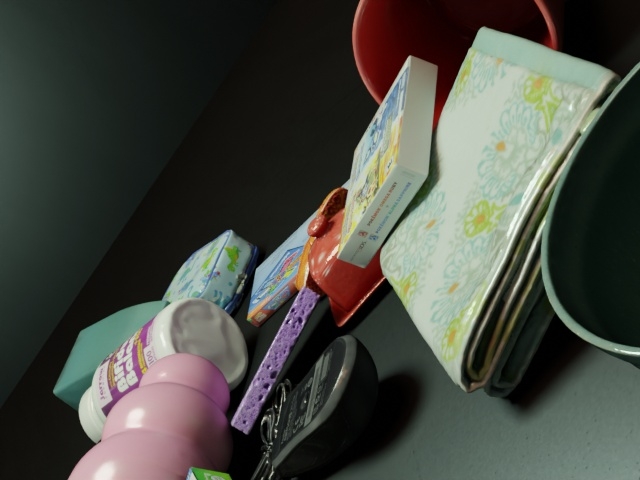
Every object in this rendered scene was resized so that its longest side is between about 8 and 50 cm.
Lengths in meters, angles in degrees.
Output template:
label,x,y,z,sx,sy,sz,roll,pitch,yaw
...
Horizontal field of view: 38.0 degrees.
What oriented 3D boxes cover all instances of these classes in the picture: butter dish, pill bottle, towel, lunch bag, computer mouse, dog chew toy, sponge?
label,x,y,z,sx,sy,sz,roll,pitch,yaw
butter dish,0.033,0.009,1.278,0.160,0.118,0.160,-48,21,15
pill bottle,-0.268,0.230,1.522,0.301,0.169,0.169,-38,25,35
towel,0.179,-0.049,0.982,0.320,0.090,0.374,-64,17,14
lunch bag,-0.213,0.081,1.769,0.219,0.090,0.176,-29,32,50
computer mouse,0.002,0.208,1.104,0.272,0.072,0.188,-51,17,47
dog chew toy,-0.210,0.286,1.239,0.207,0.207,0.331,-40,24,35
sponge,-0.059,0.161,1.281,0.210,0.031,0.117,-62,-2,-6

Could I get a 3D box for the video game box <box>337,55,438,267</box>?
label,x,y,z,sx,sy,sz,roll,pitch,yaw
video game box,0.084,-0.099,1.166,0.187,0.048,0.205,117,168,-47

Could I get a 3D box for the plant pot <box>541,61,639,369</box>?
label,x,y,z,sx,sy,sz,roll,pitch,yaw
plant pot,0.309,-0.009,0.551,0.293,0.196,0.293,-46,20,23

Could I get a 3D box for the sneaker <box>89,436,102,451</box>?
label,x,y,z,sx,sy,sz,roll,pitch,yaw
sneaker,-0.307,0.389,1.390,0.330,0.146,0.122,-53,10,-3

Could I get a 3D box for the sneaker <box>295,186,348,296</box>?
label,x,y,z,sx,sy,sz,roll,pitch,yaw
sneaker,0.000,0.000,1.406,0.067,0.064,0.175,19,87,63

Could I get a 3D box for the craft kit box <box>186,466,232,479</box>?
label,x,y,z,sx,sy,sz,roll,pitch,yaw
craft kit box,-0.129,0.399,0.979,0.247,0.061,0.249,-158,85,-74

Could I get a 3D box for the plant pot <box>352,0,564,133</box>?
label,x,y,z,sx,sy,sz,roll,pitch,yaw
plant pot,0.204,-0.307,1.238,0.275,0.275,0.243,-35,19,43

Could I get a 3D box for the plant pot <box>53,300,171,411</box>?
label,x,y,z,sx,sy,sz,roll,pitch,yaw
plant pot,-0.336,0.221,1.721,0.234,0.166,0.165,-33,27,30

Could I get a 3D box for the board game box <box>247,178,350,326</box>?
label,x,y,z,sx,sy,sz,roll,pitch,yaw
board game box,-0.018,0.012,1.528,0.281,0.027,0.145,-43,21,28
